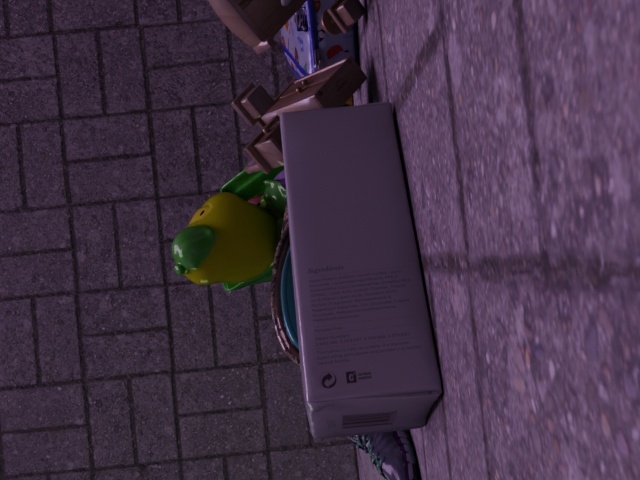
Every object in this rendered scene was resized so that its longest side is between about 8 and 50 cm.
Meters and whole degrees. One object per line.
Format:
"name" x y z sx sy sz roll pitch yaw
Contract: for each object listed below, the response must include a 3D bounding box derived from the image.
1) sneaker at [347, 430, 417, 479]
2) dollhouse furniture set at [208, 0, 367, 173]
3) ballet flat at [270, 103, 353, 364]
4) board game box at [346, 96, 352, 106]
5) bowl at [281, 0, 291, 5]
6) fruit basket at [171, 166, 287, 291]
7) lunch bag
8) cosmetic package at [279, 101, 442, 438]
"sneaker" 0.092 0.328 1.152 0.224 0.098 0.083 -97 2 -62
"dollhouse furniture set" -0.119 -0.325 1.133 0.355 0.303 0.174 49 151 -21
"ballet flat" 0.000 0.000 1.211 0.182 0.164 0.483 126 154 -57
"board game box" 0.042 -0.398 1.607 0.124 0.039 0.259 -100 7 -65
"bowl" 0.000 -0.454 0.929 0.298 0.134 0.298 173 90 -89
"fruit basket" -0.129 -0.041 1.464 0.392 0.392 0.283 87 177 -71
"lunch bag" -0.011 -0.410 1.447 0.303 0.115 0.243 -115 18 -57
"cosmetic package" 0.041 0.040 0.958 0.217 0.156 0.385 87 178 -66
